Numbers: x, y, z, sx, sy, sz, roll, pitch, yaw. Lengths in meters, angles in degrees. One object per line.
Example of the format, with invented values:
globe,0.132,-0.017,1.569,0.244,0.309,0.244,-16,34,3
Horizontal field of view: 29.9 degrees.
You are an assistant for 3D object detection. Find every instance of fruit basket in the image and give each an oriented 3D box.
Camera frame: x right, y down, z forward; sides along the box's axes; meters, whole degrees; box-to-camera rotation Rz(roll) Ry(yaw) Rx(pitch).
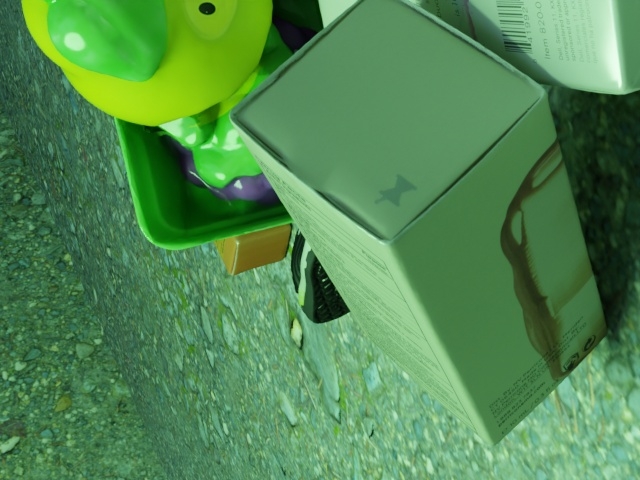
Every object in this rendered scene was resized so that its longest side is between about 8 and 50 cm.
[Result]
fruit basket,-0.084,-0.187,0.981,0.392,0.283,0.392,167,90,-85

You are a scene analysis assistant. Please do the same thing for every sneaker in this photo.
sneaker,0.000,0.000,1.233,0.235,0.084,0.097,107,142,-57

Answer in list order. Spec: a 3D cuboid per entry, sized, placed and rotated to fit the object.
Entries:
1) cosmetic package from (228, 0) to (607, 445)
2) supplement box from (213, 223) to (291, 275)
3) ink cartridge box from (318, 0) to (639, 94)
cosmetic package,0.078,-0.003,0.786,0.153,0.129,0.296,42,171,33
supplement box,-0.120,-0.075,1.489,0.233,0.078,0.080,60,156,29
ink cartridge box,0.108,-0.214,0.737,0.353,0.119,0.207,26,131,62
